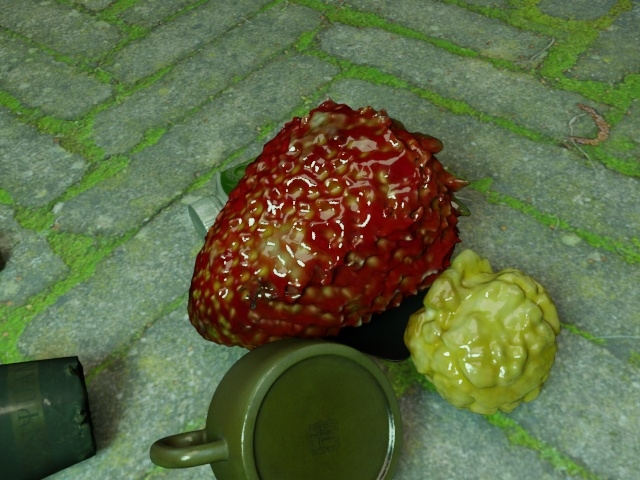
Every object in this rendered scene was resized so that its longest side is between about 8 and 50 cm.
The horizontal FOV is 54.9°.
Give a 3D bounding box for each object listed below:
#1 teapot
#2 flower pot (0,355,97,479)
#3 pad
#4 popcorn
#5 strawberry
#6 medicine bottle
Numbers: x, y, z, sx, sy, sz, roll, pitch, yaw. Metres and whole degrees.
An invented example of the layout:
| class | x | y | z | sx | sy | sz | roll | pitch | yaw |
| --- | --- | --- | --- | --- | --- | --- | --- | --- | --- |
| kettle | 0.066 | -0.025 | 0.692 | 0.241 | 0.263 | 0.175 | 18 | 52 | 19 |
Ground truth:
| class | x | y | z | sx | sy | sz | roll | pitch | yaw |
| --- | --- | --- | --- | --- | --- | --- | --- | --- | --- |
| teapot | -0.045 | 0.199 | 0.648 | 0.268 | 0.175 | 0.185 | -1 | 80 | -29 |
| flower pot | -0.317 | 0.199 | 0.701 | 0.107 | 0.157 | 0.157 | -13 | 47 | -21 |
| pad | 0.084 | 0.046 | 0.886 | 0.181 | 0.004 | 0.267 | 15 | 52 | 19 |
| popcorn | 0.186 | 0.106 | 0.707 | 0.180 | 0.180 | 0.170 | -22 | 32 | -13 |
| strawberry | 0.000 | -0.001 | 0.750 | 0.292 | 0.292 | 0.343 | 30 | 63 | 29 |
| medicine bottle | -0.098 | -0.055 | 0.942 | 0.189 | 0.088 | 0.132 | -28 | 51 | -19 |
